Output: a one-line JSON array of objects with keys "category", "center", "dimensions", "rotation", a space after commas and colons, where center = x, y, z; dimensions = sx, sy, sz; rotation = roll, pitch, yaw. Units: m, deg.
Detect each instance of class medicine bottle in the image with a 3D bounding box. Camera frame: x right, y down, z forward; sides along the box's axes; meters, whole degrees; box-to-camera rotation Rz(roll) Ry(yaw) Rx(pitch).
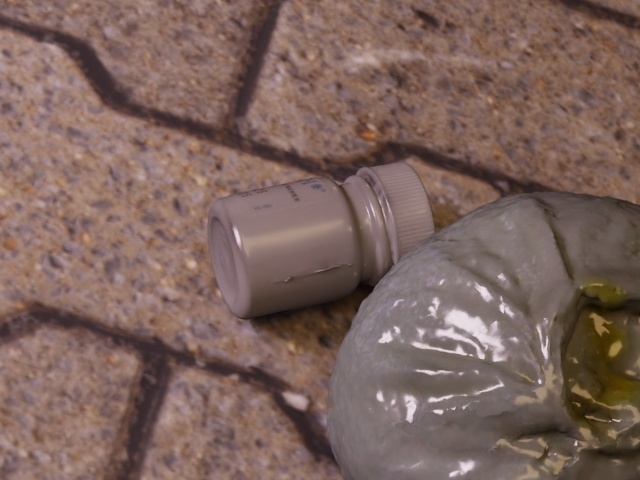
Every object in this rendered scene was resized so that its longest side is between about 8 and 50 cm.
[{"category": "medicine bottle", "center": [0.000, 0.000, 1.476], "dimensions": [0.168, 0.105, 0.105], "rotation": [-12, 68, -15]}]

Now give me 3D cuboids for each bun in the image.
[{"category": "bun", "center": [0.189, 0.125, 1.375], "dimensions": [0.362, 0.211, 0.362], "rotation": [2, 79, -12]}]
